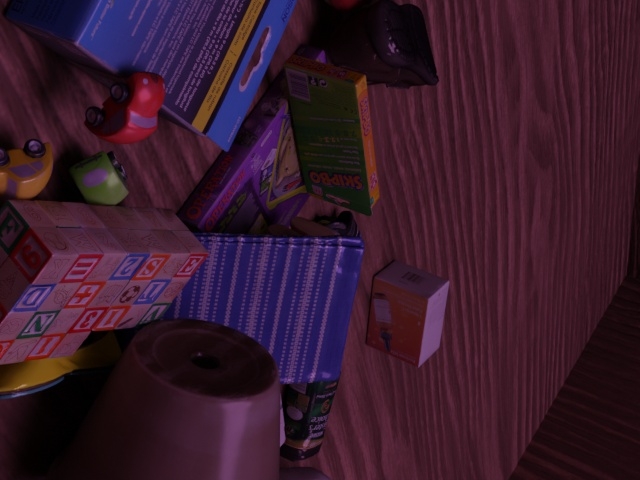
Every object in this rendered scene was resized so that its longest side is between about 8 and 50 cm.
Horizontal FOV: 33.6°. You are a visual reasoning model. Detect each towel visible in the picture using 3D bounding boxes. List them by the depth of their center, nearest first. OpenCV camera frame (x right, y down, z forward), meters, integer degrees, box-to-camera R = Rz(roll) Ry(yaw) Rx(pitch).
[{"bbox_3d":[-0.110,0.096,1.502,0.336,0.040,0.243,2,114,-19],"label":"towel"}]

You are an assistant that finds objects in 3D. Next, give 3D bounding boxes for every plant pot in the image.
[{"bbox_3d":[-0.180,0.265,1.358,0.323,0.323,0.280,-21,133,-55],"label":"plant pot"}]

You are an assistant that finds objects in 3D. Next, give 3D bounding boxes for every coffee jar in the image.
[{"bbox_3d":[-0.026,0.315,1.967,0.096,0.079,0.184,-11,119,-59],"label":"coffee jar"}]

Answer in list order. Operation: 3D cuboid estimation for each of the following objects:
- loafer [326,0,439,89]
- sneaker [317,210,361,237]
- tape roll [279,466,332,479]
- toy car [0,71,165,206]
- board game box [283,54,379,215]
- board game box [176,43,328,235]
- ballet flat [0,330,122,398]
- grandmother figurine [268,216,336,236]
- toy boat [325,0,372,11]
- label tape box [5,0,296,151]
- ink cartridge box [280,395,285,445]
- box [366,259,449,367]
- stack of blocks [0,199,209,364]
[{"bbox_3d":[0.098,-0.315,1.725,0.366,0.130,0.133,1,76,-71],"label":"loafer"},{"bbox_3d":[0.000,0.000,1.822,0.188,0.067,0.078,-32,114,-47],"label":"sneaker"},{"bbox_3d":[-0.077,0.613,1.960,0.392,0.072,0.391,-13,111,-38],"label":"tape roll"},{"bbox_3d":[-0.261,-0.082,1.204,0.239,0.053,0.225,-28,163,-4],"label":"toy car"},{"bbox_3d":[0.020,-0.150,1.571,0.039,0.124,0.259,-49,147,-35],"label":"board game box"},{"bbox_3d":[-0.075,-0.104,1.615,0.346,0.056,0.208,-56,155,-22],"label":"board game box"},{"bbox_3d":[-0.330,0.140,1.312,0.231,0.077,0.077,-6,93,-63],"label":"ballet flat"},{"bbox_3d":[-0.091,0.135,1.624,0.208,0.104,0.342,-12,132,-51],"label":"grandmother figurine"},{"bbox_3d":[0.069,-0.431,1.523,0.151,0.151,0.231,-59,151,-19],"label":"toy boat"},{"bbox_3d":[-0.173,-0.281,1.240,0.249,0.115,0.348,-66,155,-5],"label":"label tape box"},{"bbox_3d":[-0.117,0.307,1.814,0.104,0.060,0.180,-45,145,-38],"label":"ink cartridge box"},{"bbox_3d":[0.176,0.148,2.158,0.091,0.130,0.170,-35,138,-48],"label":"box"},{"bbox_3d":[-0.282,0.048,1.236,0.171,0.087,0.297,-50,159,18],"label":"stack of blocks"}]
